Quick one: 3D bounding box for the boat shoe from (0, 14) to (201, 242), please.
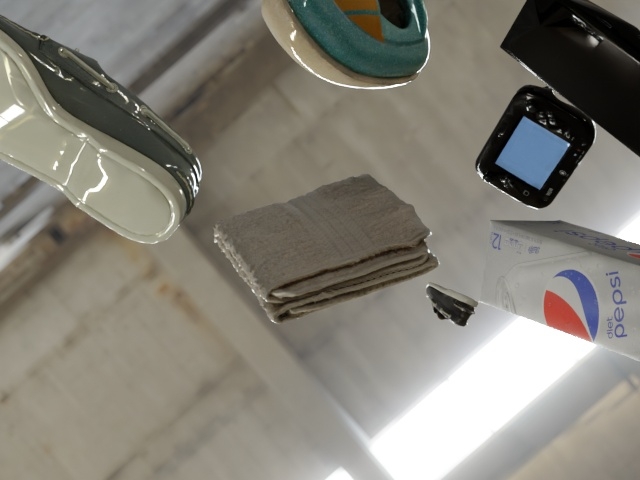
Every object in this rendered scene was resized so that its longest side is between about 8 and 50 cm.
[{"bbox_3d":[-0.245,-0.126,1.528,0.116,0.319,0.099,-49,-176,38],"label":"boat shoe"}]

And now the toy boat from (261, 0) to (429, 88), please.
[{"bbox_3d":[0.028,-0.344,2.030,0.148,0.318,0.267,-25,165,36],"label":"toy boat"}]

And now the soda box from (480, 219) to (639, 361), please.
[{"bbox_3d":[0.282,0.049,1.614,0.098,0.091,0.286,0,-168,-33],"label":"soda box"}]

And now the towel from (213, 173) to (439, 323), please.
[{"bbox_3d":[0.000,0.000,1.704,0.187,0.049,0.282,-18,-160,-11],"label":"towel"}]

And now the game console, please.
[{"bbox_3d":[0.277,-0.133,1.849,0.044,0.213,0.361,-47,171,-28],"label":"game console"}]

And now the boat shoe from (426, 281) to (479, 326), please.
[{"bbox_3d":[0.153,0.078,1.981,0.038,0.046,0.125,-65,-160,-2],"label":"boat shoe"}]
